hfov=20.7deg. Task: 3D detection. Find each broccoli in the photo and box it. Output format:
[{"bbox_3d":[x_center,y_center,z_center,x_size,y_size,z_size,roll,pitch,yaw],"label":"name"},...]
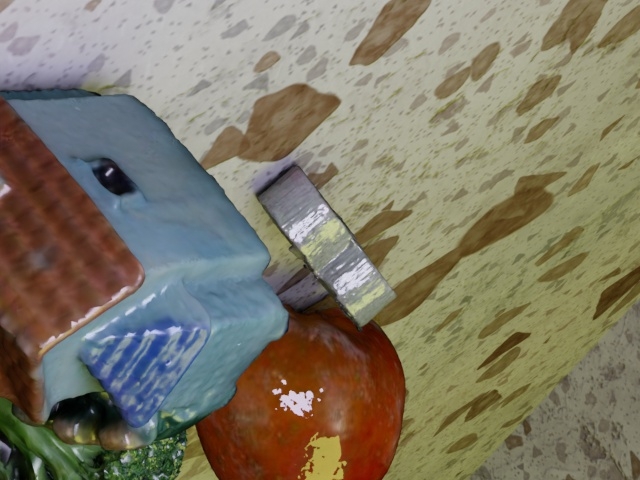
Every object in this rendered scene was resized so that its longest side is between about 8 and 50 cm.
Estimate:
[{"bbox_3d":[-0.267,0.167,1.691,0.275,0.308,0.308,25,124,-27],"label":"broccoli"}]

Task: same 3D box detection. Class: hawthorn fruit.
[{"bbox_3d":[-0.024,0.199,2.135,0.284,0.284,0.284,-32,160,-13],"label":"hawthorn fruit"}]

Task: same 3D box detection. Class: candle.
[{"bbox_3d":[0.000,0.000,1.908,0.068,0.192,0.168,-37,-156,-1],"label":"candle"}]

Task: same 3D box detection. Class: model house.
[{"bbox_3d":[-0.239,0.027,1.322,0.252,0.295,0.329,-48,161,18],"label":"model house"}]

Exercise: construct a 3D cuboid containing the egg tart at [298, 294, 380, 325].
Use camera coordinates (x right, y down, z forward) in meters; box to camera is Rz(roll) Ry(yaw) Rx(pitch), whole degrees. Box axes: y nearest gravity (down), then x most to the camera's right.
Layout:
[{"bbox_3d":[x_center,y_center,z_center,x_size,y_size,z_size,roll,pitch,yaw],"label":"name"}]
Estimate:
[{"bbox_3d":[0.015,0.132,2.332,0.191,0.074,0.191,-34,159,-15],"label":"egg tart"}]
